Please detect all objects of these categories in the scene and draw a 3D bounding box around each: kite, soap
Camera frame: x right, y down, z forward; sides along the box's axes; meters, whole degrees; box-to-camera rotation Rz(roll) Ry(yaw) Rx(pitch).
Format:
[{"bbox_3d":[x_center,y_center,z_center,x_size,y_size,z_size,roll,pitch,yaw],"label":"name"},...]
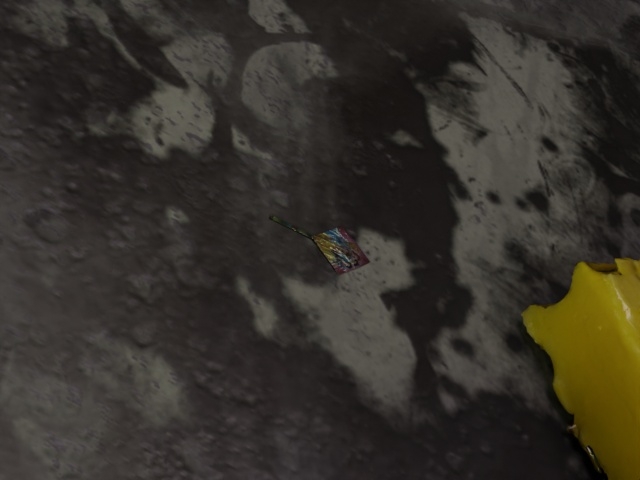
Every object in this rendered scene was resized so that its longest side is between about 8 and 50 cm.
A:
[{"bbox_3d":[0.002,-0.004,0.968,0.078,0.002,0.044,40,41,-1],"label":"kite"},{"bbox_3d":[0.324,0.109,1.032,0.324,0.096,0.204,0,55,-36],"label":"soap"}]
